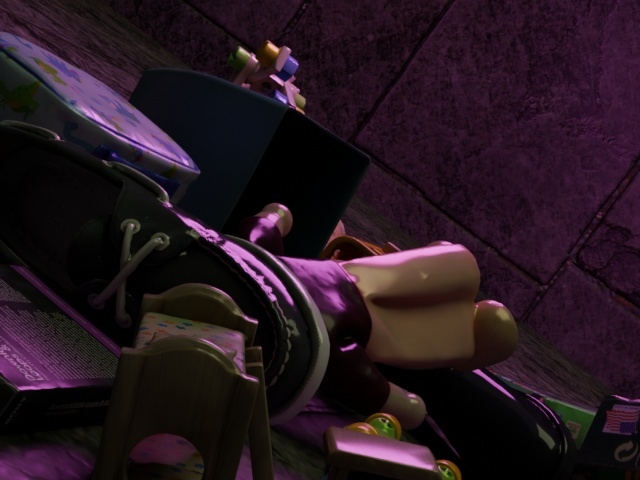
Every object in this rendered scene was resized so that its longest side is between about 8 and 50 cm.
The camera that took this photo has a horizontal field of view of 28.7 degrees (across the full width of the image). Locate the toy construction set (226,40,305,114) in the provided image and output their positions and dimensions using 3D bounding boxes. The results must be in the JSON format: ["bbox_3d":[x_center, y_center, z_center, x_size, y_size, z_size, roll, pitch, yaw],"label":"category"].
[{"bbox_3d":[-0.116,-0.186,1.744,0.151,0.215,0.328,35,6,-8],"label":"toy construction set"}]

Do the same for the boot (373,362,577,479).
[{"bbox_3d":[0.091,0.127,1.121,0.207,0.094,0.246,31,8,-33],"label":"boot"}]

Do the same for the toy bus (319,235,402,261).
[{"bbox_3d":[0.060,0.053,1.436,0.191,0.104,0.202,33,8,-27],"label":"toy bus"}]

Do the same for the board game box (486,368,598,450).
[{"bbox_3d":[0.355,0.232,1.455,0.317,0.046,0.213,20,-1,-12],"label":"board game box"}]

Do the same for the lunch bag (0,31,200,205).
[{"bbox_3d":[-0.218,-0.094,1.115,0.176,0.090,0.219,38,7,27],"label":"lunch bag"}]

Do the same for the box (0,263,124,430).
[{"bbox_3d":[-0.161,0.051,0.652,0.116,0.029,0.162,37,5,18],"label":"box"}]

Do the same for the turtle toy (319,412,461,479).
[{"bbox_3d":[0.050,0.163,0.773,0.130,0.066,0.095,38,7,13],"label":"turtle toy"}]

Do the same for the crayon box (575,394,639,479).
[{"bbox_3d":[0.395,0.271,1.132,0.202,0.081,0.318,-2,-43,48],"label":"crayon box"}]

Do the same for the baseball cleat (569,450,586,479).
[{"bbox_3d":[0.338,0.276,1.432,0.109,0.072,0.206,36,4,26],"label":"baseball cleat"}]

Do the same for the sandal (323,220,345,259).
[{"bbox_3d":[-0.005,-0.004,1.613,0.088,0.079,0.240,36,7,2],"label":"sandal"}]

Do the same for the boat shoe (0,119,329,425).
[{"bbox_3d":[-0.125,0.015,0.766,0.302,0.114,0.091,26,-3,36],"label":"boat shoe"}]

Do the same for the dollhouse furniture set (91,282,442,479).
[{"bbox_3d":[-0.013,0.097,0.533,0.160,0.101,0.182,13,9,-6],"label":"dollhouse furniture set"}]

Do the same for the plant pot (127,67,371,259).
[{"bbox_3d":[-0.106,-0.083,1.337,0.234,0.166,0.165,31,2,37],"label":"plant pot"}]

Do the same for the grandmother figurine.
[{"bbox_3d":[0.008,0.048,0.933,0.208,0.104,0.342,44,25,28],"label":"grandmother figurine"}]
